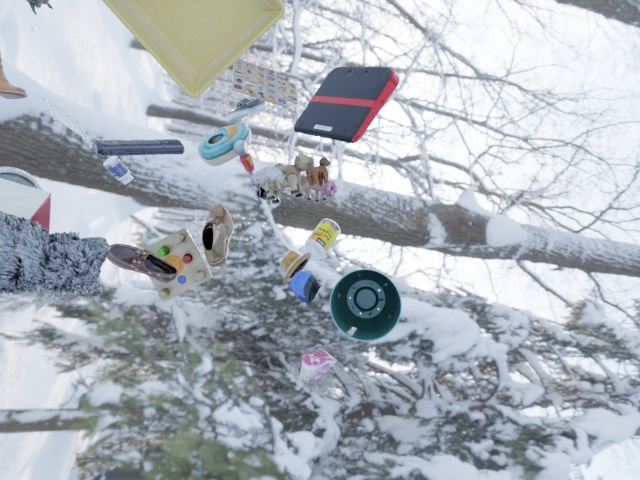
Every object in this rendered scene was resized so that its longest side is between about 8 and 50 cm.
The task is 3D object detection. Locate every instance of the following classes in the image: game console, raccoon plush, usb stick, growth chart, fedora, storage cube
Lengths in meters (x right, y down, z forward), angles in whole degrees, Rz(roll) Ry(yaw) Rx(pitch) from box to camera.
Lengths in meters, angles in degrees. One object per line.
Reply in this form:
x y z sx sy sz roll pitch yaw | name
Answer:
0.096 -0.543 1.673 0.386 0.060 0.342 25 -99 46 | game console
-0.616 0.022 0.833 0.446 0.299 0.216 135 -42 -73 | raccoon plush
-0.581 -0.302 1.371 0.077 0.278 0.045 41 -53 36 | usb stick
-1.160 -0.544 1.944 0.172 0.021 0.237 53 -1 27 | growth chart
-0.120 0.099 1.828 0.194 0.079 0.194 -48 170 -11 | fedora
-0.887 -0.038 1.173 0.215 0.183 0.193 -91 -155 -50 | storage cube

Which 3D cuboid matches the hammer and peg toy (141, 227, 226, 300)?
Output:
-0.592 0.090 1.857 0.127 0.361 0.266 -90 155 -80 | hammer and peg toy

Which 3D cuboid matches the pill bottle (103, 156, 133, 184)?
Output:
-0.882 -0.306 1.851 0.120 0.067 0.067 56 6 -36 | pill bottle

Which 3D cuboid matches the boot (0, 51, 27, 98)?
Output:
-1.097 -0.572 1.436 0.073 0.197 0.153 165 -67 -75 | boot

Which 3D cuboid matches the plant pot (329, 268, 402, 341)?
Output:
0.194 0.265 1.816 0.235 0.292 0.293 18 77 -83 | plant pot

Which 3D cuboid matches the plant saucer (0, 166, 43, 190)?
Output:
-1.150 -0.068 1.490 0.400 0.100 0.401 12 90 -84 | plant saucer

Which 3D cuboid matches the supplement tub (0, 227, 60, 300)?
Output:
-1.256 0.104 1.804 0.228 0.316 0.228 63 -4 8 | supplement tub

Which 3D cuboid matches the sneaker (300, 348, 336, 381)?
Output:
-0.020 0.584 1.972 0.103 0.252 0.111 31 -77 33 | sneaker

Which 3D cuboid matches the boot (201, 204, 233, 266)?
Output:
-0.422 -0.050 1.707 0.115 0.112 0.305 76 5 -50 | boot

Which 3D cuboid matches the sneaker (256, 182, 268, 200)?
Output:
-0.278 -0.241 2.030 0.170 0.074 0.063 47 -60 43 | sneaker

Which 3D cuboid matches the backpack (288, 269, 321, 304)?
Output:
-0.067 0.171 1.591 0.120 0.101 0.098 70 40 -56 | backpack

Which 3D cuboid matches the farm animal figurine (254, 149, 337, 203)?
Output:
-0.094 -0.254 1.670 0.330 0.326 0.172 117 -38 -79 | farm animal figurine

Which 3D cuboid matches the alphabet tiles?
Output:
-0.193 -0.554 1.494 0.009 0.237 0.198 126 -32 -45 | alphabet tiles

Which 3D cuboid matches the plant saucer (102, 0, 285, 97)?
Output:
-0.310 -0.591 1.043 0.332 0.333 0.081 -37 -160 13 | plant saucer

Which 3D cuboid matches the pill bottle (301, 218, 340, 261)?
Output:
0.000 0.000 2.088 0.215 0.117 0.117 -53 -176 -30 | pill bottle

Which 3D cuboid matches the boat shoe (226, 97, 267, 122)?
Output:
-0.301 -0.520 1.669 0.077 0.219 0.070 -21 -76 40 | boat shoe

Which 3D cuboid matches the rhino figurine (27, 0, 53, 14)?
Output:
-0.863 -0.817 1.302 0.243 0.106 0.073 -57 -176 29 | rhino figurine

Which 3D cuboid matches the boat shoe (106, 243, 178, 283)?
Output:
-0.517 0.060 1.236 0.073 0.206 0.073 -29 -137 51 | boat shoe

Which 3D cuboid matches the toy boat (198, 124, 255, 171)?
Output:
-0.402 -0.427 1.900 0.318 0.267 0.148 38 -21 38 | toy boat
